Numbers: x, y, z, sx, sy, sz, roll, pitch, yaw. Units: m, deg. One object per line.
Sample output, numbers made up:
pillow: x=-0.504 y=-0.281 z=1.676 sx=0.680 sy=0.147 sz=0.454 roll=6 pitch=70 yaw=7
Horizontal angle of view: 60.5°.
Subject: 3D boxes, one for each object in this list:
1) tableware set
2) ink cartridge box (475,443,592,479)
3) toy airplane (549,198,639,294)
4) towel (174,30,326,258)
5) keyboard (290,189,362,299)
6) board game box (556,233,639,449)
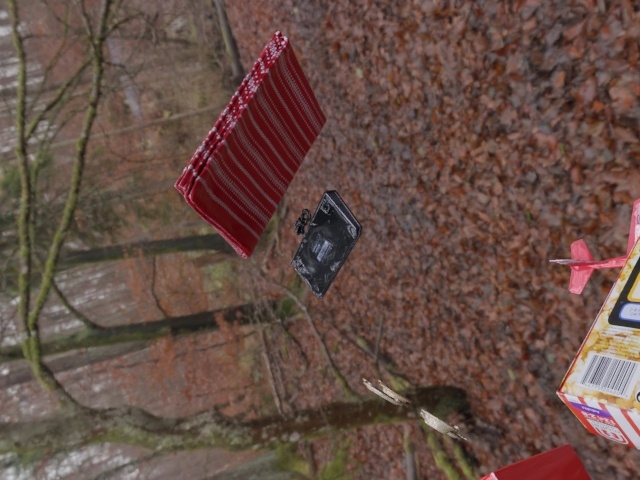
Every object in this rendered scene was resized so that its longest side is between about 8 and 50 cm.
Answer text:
tableware set: x=0.137 y=0.243 z=0.800 sx=0.169 sy=0.020 sz=0.141 roll=28 pitch=171 yaw=19
ink cartridge box: x=0.170 y=0.264 z=0.518 sx=0.231 sy=0.134 sz=0.078 roll=-48 pitch=53 yaw=37
toy airplane: x=0.339 y=0.026 z=0.615 sx=0.028 sy=0.151 sz=0.151 roll=30 pitch=-157 yaw=-44
towel: x=-0.082 y=-0.126 z=0.782 sx=0.031 sy=0.274 sz=0.199 roll=19 pitch=161 yaw=27
keyboard: x=0.000 y=0.000 z=0.801 sx=0.108 sy=0.023 sz=0.180 roll=51 pitch=142 yaw=19
board game box: x=0.227 y=0.022 z=0.262 sx=0.045 sy=0.193 sz=0.147 roll=46 pitch=160 yaw=-24
